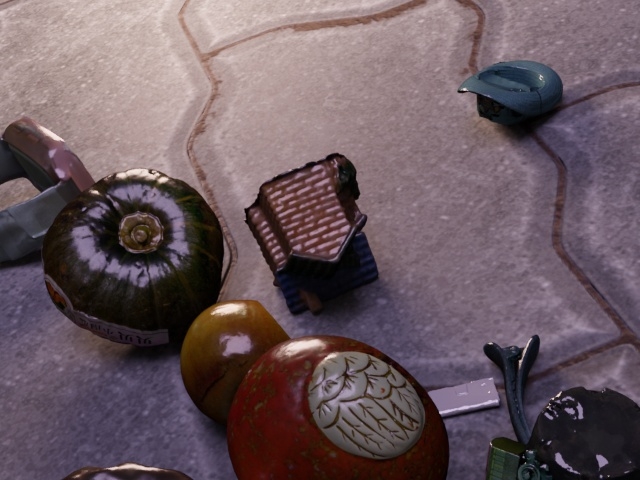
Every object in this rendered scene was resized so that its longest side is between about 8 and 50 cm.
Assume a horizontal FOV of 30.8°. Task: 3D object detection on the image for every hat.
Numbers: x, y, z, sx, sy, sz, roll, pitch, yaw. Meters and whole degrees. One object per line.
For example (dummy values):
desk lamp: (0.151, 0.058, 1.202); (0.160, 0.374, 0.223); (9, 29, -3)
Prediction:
hat: (0.292, -0.223, 1.817); (0.138, 0.078, 0.191); (28, 37, 33)

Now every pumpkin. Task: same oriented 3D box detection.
pumpkin: (-0.253, 0.028, 1.632); (0.260, 0.189, 0.260); (1, 64, -3)

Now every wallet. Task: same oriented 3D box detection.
wallet: (0.172, 0.190, 1.398); (0.083, 0.011, 0.044); (-14, 38, 5)

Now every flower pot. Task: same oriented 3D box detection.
flower pot: (0.282, 0.226, 1.214); (0.157, 0.107, 0.157); (-2, 43, 2)

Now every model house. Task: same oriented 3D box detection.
model house: (0.000, 0.000, 1.578); (0.166, 0.183, 0.172); (-20, 76, -7)

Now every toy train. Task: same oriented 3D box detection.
toy train: (0.195, 0.273, 1.185); (0.071, 0.148, 0.038); (21, 23, 37)

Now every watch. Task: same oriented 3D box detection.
watch: (-0.509, -0.066, 1.870); (0.241, 0.161, 0.253); (-42, 43, -18)

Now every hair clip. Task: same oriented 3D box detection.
hair clip: (0.240, 0.204, 1.344); (0.070, 0.039, 0.229); (-9, 43, 5)

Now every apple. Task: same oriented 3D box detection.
apple: (-0.093, 0.147, 1.447); (0.163, 0.146, 0.147); (-17, 33, 4)

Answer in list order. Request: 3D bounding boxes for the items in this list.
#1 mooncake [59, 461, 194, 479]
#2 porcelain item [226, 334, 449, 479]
mooncake: (-0.198, 0.368, 1.160); (0.290, 0.161, 0.290); (-1, 45, 1)
porcelain item: (0.001, 0.231, 1.228); (0.253, 0.253, 0.253); (-11, 38, 8)
